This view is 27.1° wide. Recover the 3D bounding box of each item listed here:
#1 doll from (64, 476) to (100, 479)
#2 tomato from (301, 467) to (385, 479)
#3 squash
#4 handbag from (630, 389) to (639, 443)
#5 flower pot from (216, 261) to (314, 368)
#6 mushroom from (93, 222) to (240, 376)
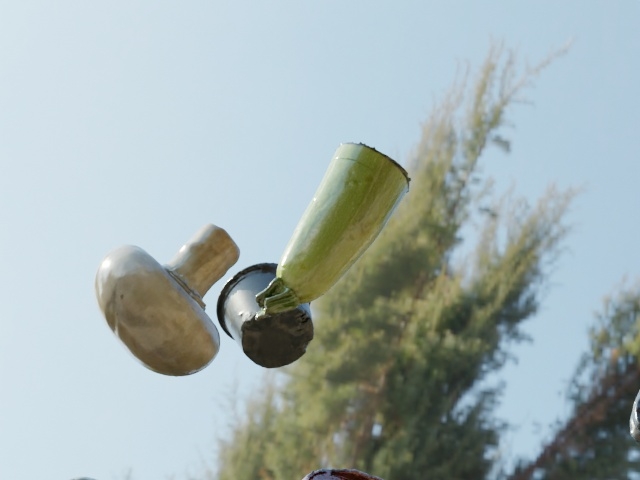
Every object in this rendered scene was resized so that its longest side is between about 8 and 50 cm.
[{"bbox_3d":[-0.365,0.525,1.953,0.247,0.349,0.247,4,-51,5],"label":"doll"},{"bbox_3d":[0.057,0.326,1.362,0.228,0.228,0.101,32,-85,-17],"label":"tomato"},{"bbox_3d":[0.000,0.000,1.418,0.094,0.224,0.094,30,-22,14],"label":"squash"},{"bbox_3d":[0.514,0.178,1.666,0.192,0.332,0.075,25,-48,14],"label":"handbag"},{"bbox_3d":[-0.077,0.127,2.092,0.158,0.107,0.157,-9,-57,-14],"label":"flower pot"},{"bbox_3d":[-0.198,0.087,1.798,0.209,0.206,0.206,-14,-39,-22],"label":"mushroom"}]
